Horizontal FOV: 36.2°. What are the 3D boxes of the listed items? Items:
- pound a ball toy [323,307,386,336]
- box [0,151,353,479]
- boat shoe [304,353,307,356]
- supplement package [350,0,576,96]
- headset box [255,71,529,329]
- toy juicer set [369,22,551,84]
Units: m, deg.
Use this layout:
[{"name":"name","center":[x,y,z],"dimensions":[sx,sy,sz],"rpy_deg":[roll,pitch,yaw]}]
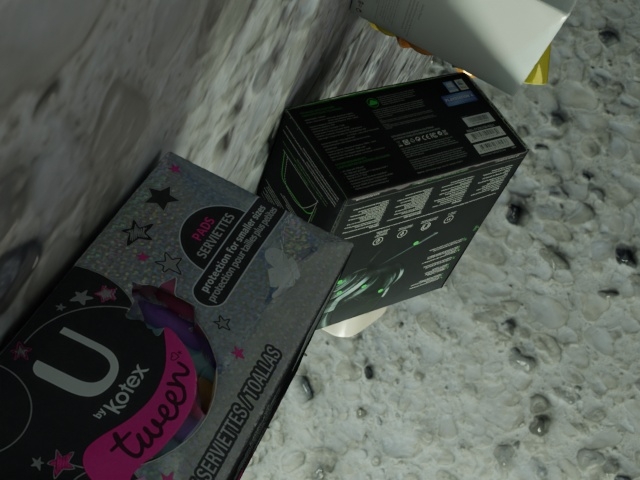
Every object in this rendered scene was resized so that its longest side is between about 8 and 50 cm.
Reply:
[{"name":"pound a ball toy","center":[0.000,0.000,1.470],"dimensions":[0.136,0.208,0.319],"rpy_deg":[-29,141,-42]},{"name":"box","center":[-0.104,0.094,0.591],"dimensions":[0.247,0.142,0.163],"rpy_deg":[-61,175,-42]},{"name":"boat shoe","center":[-0.093,0.158,1.322],"dimensions":[0.132,0.130,0.355],"rpy_deg":[-64,176,33]},{"name":"supplement package","center":[0.160,-0.284,0.984],"dimensions":[0.149,0.203,0.194],"rpy_deg":[-61,177,-14]},{"name":"headset box","center":[0.057,-0.030,1.118],"dimensions":[0.246,0.131,0.283],"rpy_deg":[-17,149,-29]},{"name":"toy juicer set","center":[0.159,-0.256,1.232],"dimensions":[0.329,0.209,0.089],"rpy_deg":[-89,-172,-70]}]
